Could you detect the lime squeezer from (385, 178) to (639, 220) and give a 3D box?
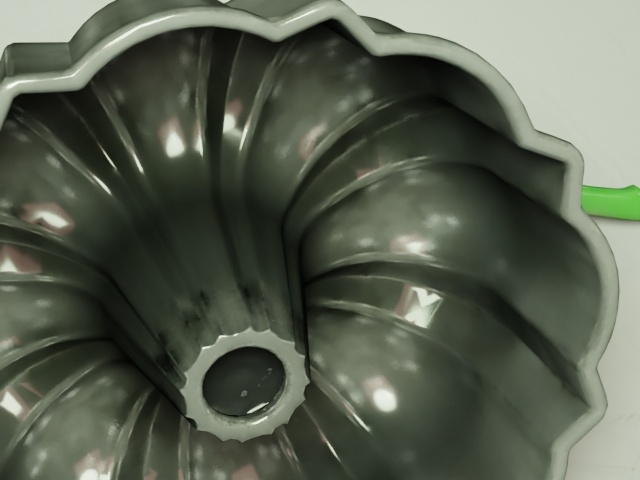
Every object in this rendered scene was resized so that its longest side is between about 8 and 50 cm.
[{"bbox_3d":[0.000,0.000,0.891,0.310,0.059,0.110,-25,119,-3],"label":"lime squeezer"}]

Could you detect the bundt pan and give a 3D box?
[{"bbox_3d":[-0.044,0.034,0.791,0.331,0.124,0.330,-6,117,-13],"label":"bundt pan"}]
